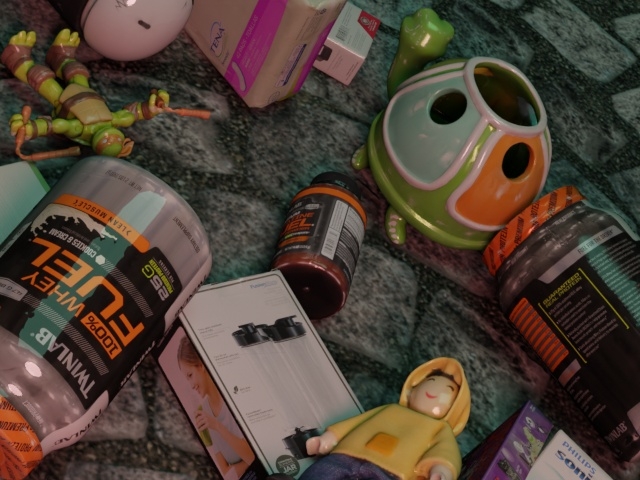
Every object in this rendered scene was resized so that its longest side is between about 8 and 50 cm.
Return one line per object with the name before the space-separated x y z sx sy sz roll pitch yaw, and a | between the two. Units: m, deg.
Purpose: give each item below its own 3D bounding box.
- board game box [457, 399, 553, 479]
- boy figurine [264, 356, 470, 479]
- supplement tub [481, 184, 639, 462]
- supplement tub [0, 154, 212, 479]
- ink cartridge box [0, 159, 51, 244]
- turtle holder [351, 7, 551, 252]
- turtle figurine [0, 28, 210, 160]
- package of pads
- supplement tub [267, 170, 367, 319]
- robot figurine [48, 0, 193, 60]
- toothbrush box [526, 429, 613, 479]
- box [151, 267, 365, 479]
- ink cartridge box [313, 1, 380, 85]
board game box | 0.127 0.294 1.494 0.056 0.208 0.347 50 21 3
boy figurine | 0.077 0.223 1.528 0.177 0.092 0.285 15 36 41
supplement tub | 0.378 0.104 1.909 0.207 0.207 0.338 -21 67 -43
supplement tub | -0.268 0.079 1.495 0.193 0.193 0.316 36 59 0
ink cartridge box | -0.387 0.006 1.615 0.235 0.056 0.171 -18 64 -40
turtle holder | 0.200 -0.152 2.006 0.243 0.227 0.320 22 44 -14
turtle figurine | -0.291 -0.171 1.812 0.269 0.087 0.217 -18 56 -33
package of pads | -0.110 -0.353 1.986 0.101 0.229 0.296 -27 70 -37
supplement tub | 0.000 0.000 1.834 0.106 0.106 0.198 27 42 -10
robot figurine | -0.289 -0.368 1.922 0.209 0.173 0.278 -31 73 -32
toothbrush box | 0.180 0.367 1.540 0.126 0.216 0.295 43 42 6
box | -0.059 0.182 1.646 0.169 0.087 0.290 -13 62 -40
ink cartridge box | 0.001 -0.315 2.145 0.150 0.063 0.109 29 43 -7
